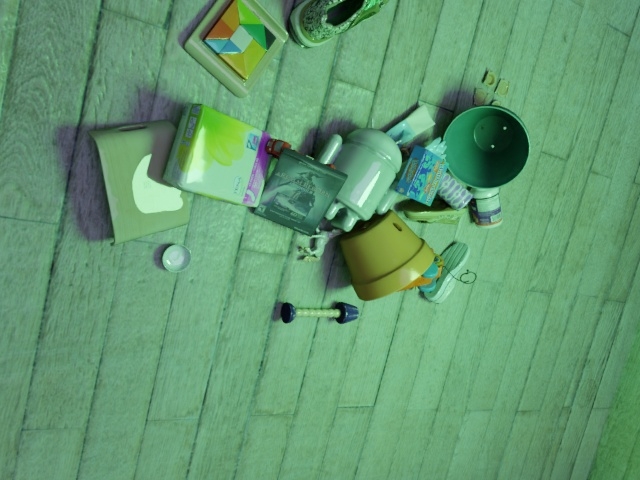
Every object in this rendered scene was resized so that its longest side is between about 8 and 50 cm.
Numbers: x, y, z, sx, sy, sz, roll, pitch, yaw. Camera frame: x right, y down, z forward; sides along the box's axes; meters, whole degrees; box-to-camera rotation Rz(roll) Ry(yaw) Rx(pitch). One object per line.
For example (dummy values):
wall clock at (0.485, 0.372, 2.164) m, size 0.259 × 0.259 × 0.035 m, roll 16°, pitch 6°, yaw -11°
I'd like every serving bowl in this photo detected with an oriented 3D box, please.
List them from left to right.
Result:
serving bowl at (-0.417, 0.049, 1.648) m, size 0.083 × 0.027 × 0.083 m, roll -9°, pitch 108°, yaw -29°

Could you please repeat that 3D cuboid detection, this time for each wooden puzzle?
wooden puzzle at (-0.225, -0.553, 1.584) m, size 0.221 × 0.044 × 0.239 m, roll 39°, pitch 83°, yaw -33°

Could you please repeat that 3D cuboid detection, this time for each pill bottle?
pill bottle at (0.621, -0.152, 2.153) m, size 0.108 × 0.108 × 0.193 m, roll -26°, pitch 115°, yaw -22°

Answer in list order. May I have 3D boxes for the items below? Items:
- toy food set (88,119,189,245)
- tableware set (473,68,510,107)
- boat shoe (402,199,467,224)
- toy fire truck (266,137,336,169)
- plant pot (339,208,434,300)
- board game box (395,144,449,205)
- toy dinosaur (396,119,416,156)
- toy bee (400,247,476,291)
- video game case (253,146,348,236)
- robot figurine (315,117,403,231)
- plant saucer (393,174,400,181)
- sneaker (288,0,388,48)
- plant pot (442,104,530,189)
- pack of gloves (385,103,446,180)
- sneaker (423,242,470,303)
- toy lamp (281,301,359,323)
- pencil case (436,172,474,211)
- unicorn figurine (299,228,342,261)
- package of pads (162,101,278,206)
toy food set at (-0.482, -0.155, 1.530) m, size 0.219 × 0.092 × 0.306 m, roll -19°, pitch 114°, yaw -37°
tableware set at (0.635, -0.542, 2.105) m, size 0.168 × 0.020 × 0.141 m, roll 18°, pitch 94°, yaw -33°
boat shoe at (0.409, -0.090, 2.048) m, size 0.285 × 0.104 × 0.089 m, roll -3°, pitch 122°, yaw -31°
toy fire truck at (-0.053, -0.230, 1.646) m, size 0.192 × 0.135 × 0.047 m, roll 30°, pitch 79°, yaw -56°
plant pot at (0.197, 0.034, 1.873) m, size 0.291 × 0.291 × 0.203 m, roll -36°, pitch 103°, yaw -17°
board game box at (0.334, -0.207, 1.861) m, size 0.210 × 0.047 × 0.160 m, roll 10°, pitch 105°, yaw -58°
toy dinosaur at (0.271, -0.314, 1.948) m, size 0.092 × 0.053 × 0.183 m, roll 12°, pitch 90°, yaw -17°
toy bee at (0.383, 0.108, 2.084) m, size 0.298 × 0.162 × 0.195 m, roll 10°, pitch 130°, yaw -20°
video game case at (-0.064, -0.133, 1.663) m, size 0.196 × 0.274 × 0.026 m, roll 23°, pitch 48°, yaw -10°
robot figurine at (0.122, -0.203, 1.791) m, size 0.300 × 0.200 × 0.353 m, roll 33°, pitch 86°, yaw -25°
plant saucer at (0.254, -0.206, 1.977) m, size 0.192 × 0.018 × 0.067 m, roll -18°, pitch 112°, yaw -26°
sneaker at (0.111, -0.694, 1.659) m, size 0.410 × 0.182 × 0.158 m, roll -41°, pitch 120°, yaw -15°
plant pot at (0.594, -0.351, 2.012) m, size 0.195 × 0.290 × 0.290 m, roll -47°, pitch 130°, yaw -54°
pack of gloves at (0.324, -0.318, 1.912) m, size 0.232 × 0.046 × 0.195 m, roll -39°, pitch 103°, yaw -18°
sneaker at (0.484, 0.125, 2.173) m, size 0.258 × 0.094 × 0.091 m, roll -53°, pitch 141°, yaw -2°
toy lamp at (0.005, 0.243, 1.920) m, size 0.274 × 0.080 × 0.080 m, roll 5°, pitch 101°, yaw -32°
pencil case at (0.440, -0.196, 2.007) m, size 0.206 × 0.086 × 0.088 m, roll 45°, pitch 57°, yaw -2°
unicorn figurine at (0.000, 0.000, 1.861) m, size 0.111 × 0.060 × 0.162 m, roll 13°, pitch 121°, yaw -29°
package of pads at (-0.271, -0.224, 1.576) m, size 0.296 × 0.101 × 0.229 m, roll 15°, pitch 93°, yaw -49°
